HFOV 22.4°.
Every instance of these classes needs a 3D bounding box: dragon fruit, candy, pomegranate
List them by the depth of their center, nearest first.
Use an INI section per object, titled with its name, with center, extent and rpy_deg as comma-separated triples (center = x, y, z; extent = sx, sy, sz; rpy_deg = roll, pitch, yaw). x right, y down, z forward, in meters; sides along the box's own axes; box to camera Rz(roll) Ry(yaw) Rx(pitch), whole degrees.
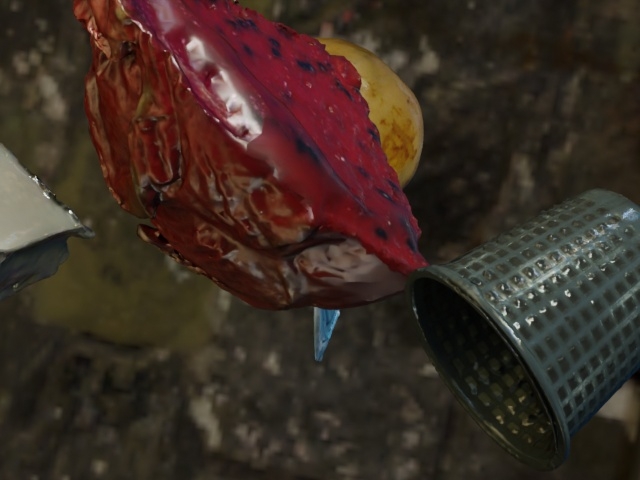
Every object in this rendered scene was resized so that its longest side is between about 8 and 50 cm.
[dragon fruit]
center = -0.086, -0.112, 1.293
extent = 0.330, 0.302, 0.240
rpy_deg = 50, 49, -35
[pomegranate]
center = 0.001, -0.123, 1.910
extent = 0.248, 0.248, 0.248
rpy_deg = -170, -90, -89
[candy]
center = -0.423, -0.012, 2.042
extent = 0.195, 0.185, 0.137
rpy_deg = -30, 159, -51

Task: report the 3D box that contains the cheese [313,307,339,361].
[cheese]
center = 0.000, 0.000, 1.655
extent = 0.135, 0.052, 0.245
rpy_deg = -66, 157, -47

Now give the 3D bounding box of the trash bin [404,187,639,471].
[trash bin]
center = 0.173, 0.049, 1.159
extent = 0.161, 0.175, 0.175
rpy_deg = -35, 167, -15
